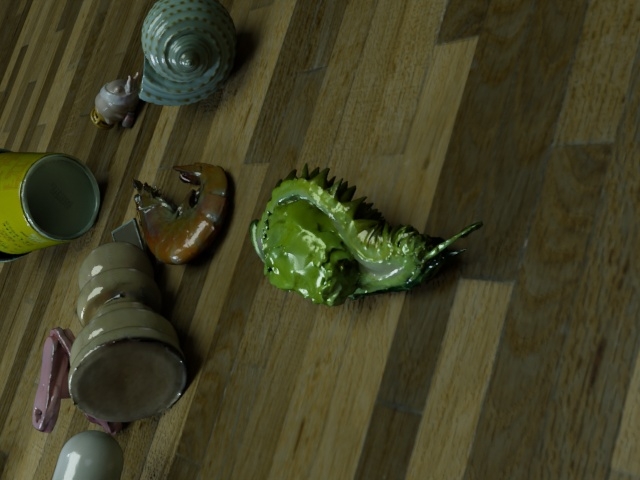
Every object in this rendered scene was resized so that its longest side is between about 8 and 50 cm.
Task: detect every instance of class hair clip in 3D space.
[{"bbox_3d":[-0.323,0.188,1.151,0.123,0.102,0.138,-8,75,54],"label":"hair clip"}]

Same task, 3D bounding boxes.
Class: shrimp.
[{"bbox_3d":[-0.202,-0.049,1.188,0.248,0.068,0.150,25,78,50],"label":"shrimp"}]

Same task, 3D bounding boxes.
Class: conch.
[{"bbox_3d":[-0.184,-0.276,1.235,0.200,0.131,0.172,-74,-3,-60],"label":"conch"}]

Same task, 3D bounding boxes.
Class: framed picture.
[{"bbox_3d":[-0.273,0.019,1.247,0.066,0.006,0.089,-26,80,43],"label":"framed picture"}]

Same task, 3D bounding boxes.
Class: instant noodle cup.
[{"bbox_3d":[-0.508,-0.068,1.483,0.236,0.215,0.216,-3,68,44],"label":"instant noodle cup"}]

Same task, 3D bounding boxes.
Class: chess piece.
[{"bbox_3d":[-0.257,0.099,1.122,0.143,0.142,0.261,-51,32,20],"label":"chess piece"}]

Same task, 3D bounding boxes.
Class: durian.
[{"bbox_3d":[0.006,-0.002,0.853,0.375,0.106,0.132,6,81,58],"label":"durian"}]

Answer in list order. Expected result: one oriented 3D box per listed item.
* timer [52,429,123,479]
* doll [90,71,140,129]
[{"bbox_3d":[-0.268,0.328,0.906,0.233,0.233,0.240,2,75,52],"label":"timer"},{"bbox_3d":[-0.342,-0.234,1.473,0.127,0.073,0.084,-36,78,40],"label":"doll"}]
